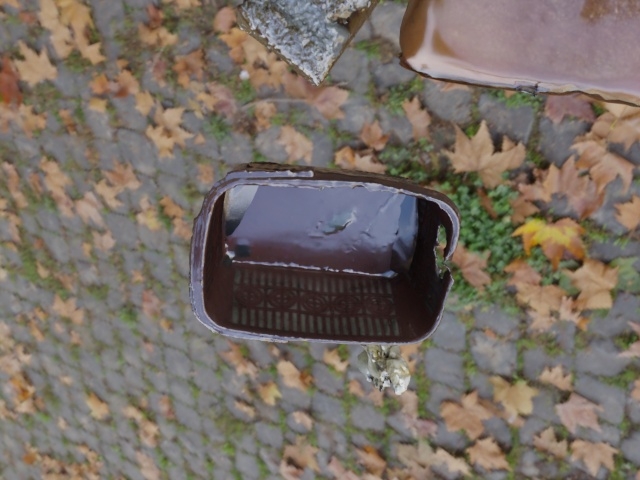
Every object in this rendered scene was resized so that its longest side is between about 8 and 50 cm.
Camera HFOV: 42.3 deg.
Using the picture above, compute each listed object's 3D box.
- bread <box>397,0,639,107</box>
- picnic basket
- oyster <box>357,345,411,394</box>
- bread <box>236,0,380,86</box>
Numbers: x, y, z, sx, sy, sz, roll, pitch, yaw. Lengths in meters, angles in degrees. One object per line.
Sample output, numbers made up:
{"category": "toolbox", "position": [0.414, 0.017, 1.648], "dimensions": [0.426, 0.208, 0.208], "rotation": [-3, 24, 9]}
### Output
{"category": "bread", "position": [0.230, -0.269, 0.625], "dimensions": [0.324, 0.143, 0.333], "rotation": [10, 121, 19]}
{"category": "picnic basket", "position": [0.000, 0.000, 0.958], "dimensions": [0.297, 0.129, 0.222], "rotation": [5, 118, -8]}
{"category": "oyster", "position": [0.085, 0.145, 1.132], "dimensions": [0.081, 0.191, 0.163], "rotation": [-11, 131, -5]}
{"category": "bread", "position": [0.058, -0.436, 1.197], "dimensions": [0.165, 0.113, 0.416], "rotation": [36, 94, -4]}
